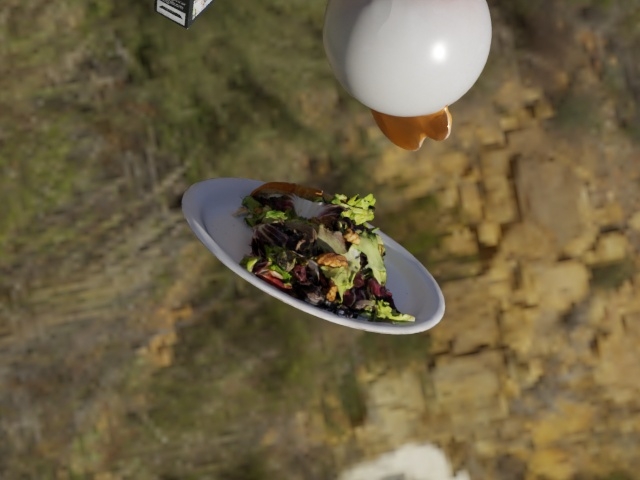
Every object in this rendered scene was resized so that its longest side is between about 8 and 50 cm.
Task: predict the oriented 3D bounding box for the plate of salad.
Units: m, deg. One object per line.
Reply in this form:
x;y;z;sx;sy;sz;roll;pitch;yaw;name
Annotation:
0.000;0.000;1.140;0.200;0.199;0.048;-100;-146;-64;plate of salad

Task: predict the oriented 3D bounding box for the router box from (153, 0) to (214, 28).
-0.094;-0.312;1.613;0.179;0.046;0.133;-51;165;-34;router box

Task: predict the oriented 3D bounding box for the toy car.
0.045;-0.175;1.097;0.210;0.219;0.238;31;-54;36;toy car
